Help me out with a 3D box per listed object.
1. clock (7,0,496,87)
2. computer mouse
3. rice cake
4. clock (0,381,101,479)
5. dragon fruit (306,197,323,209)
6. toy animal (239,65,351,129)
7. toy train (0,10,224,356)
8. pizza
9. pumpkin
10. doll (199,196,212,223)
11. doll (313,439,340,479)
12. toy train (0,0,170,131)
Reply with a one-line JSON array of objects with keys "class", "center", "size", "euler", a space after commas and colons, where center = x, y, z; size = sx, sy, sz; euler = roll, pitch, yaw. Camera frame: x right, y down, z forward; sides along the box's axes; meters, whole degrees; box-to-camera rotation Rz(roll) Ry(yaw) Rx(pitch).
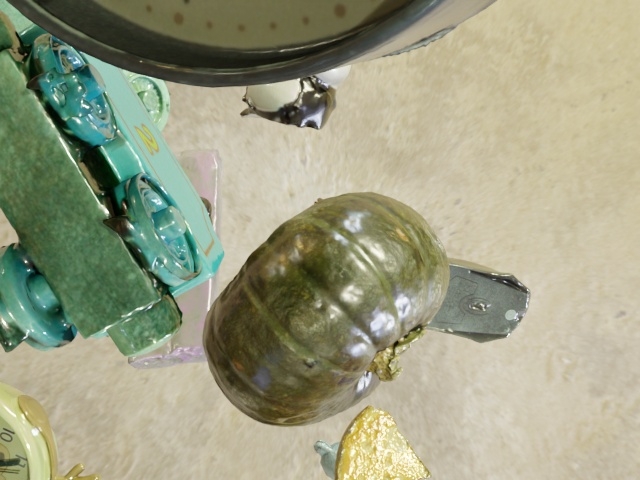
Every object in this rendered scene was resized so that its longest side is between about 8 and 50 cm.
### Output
[{"class": "clock", "center": [-0.045, -0.249, 0.387], "size": [0.386, 0.076, 0.386], "euler": [11, 115, 24]}, {"class": "computer mouse", "center": [0.226, 0.086, 1.532], "size": [0.231, 0.071, 0.126], "euler": [11, 113, -20]}, {"class": "rice cake", "center": [-0.177, 0.018, 1.231], "size": [0.106, 0.050, 0.298], "euler": [-4, 63, 5]}, {"class": "clock", "center": [-0.430, 0.282, 1.213], "size": [0.308, 0.096, 0.235], "euler": [25, 93, 3]}, {"class": "dragon fruit", "center": [0.000, 0.000, 1.542], "size": [0.153, 0.153, 0.111], "euler": [-34, 113, -1]}, {"class": "toy animal", "center": [-0.038, -0.256, 1.484], "size": [0.166, 0.138, 0.179], "euler": [21, 91, 31]}, {"class": "toy train", "center": [-0.142, -0.034, 0.566], "size": [0.112, 0.163, 0.203], "euler": [-26, 102, 8]}, {"class": "pizza", "center": [0.070, 0.248, 1.085], "size": [0.109, 0.026, 0.123], "euler": [24, 54, 3]}, {"class": "pumpkin", "center": [0.009, 0.061, 0.821], "size": [0.223, 0.223, 0.157], "euler": [-46, 75, -1]}, {"class": "doll", "center": [-0.156, -0.027, 1.086], "size": [0.070, 0.195, 0.096], "euler": [-40, 123, -6]}, {"class": "doll", "center": [0.055, 0.361, 1.548], "size": [0.120, 0.180, 0.075], "euler": [14, 66, 15]}, {"class": "toy train", "center": [-0.316, -0.183, 1.153], "size": [0.238, 0.167, 0.299], "euler": [-42, 119, -41]}]
